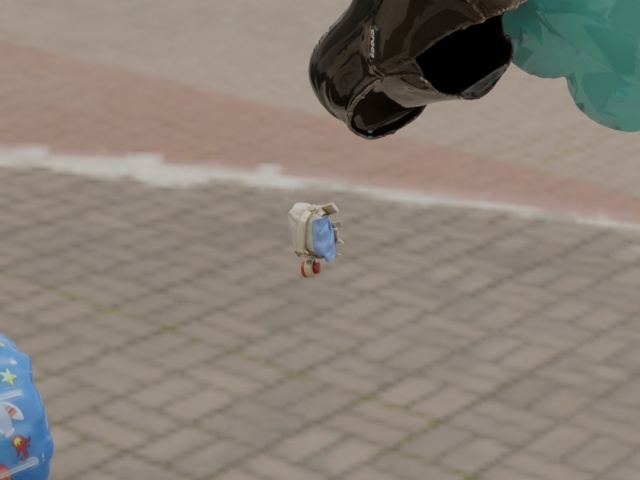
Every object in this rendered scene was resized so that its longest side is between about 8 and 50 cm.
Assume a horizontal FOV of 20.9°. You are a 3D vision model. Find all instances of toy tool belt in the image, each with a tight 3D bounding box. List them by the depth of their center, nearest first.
[{"bbox_3d":[0.000,0.000,1.737,0.051,0.083,0.052,-2,28,20],"label":"toy tool belt"}]

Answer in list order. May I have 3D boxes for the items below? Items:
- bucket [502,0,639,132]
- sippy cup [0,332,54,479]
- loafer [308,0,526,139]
[{"bbox_3d":[0.214,-0.204,0.882,0.281,0.281,0.183,2,-22,-6],"label":"bucket"},{"bbox_3d":[-0.370,0.181,1.552,0.224,0.305,0.240,-14,32,-31],"label":"sippy cup"},{"bbox_3d":[0.052,-0.097,0.888,0.080,0.078,0.220,-31,-12,-17],"label":"loafer"}]
